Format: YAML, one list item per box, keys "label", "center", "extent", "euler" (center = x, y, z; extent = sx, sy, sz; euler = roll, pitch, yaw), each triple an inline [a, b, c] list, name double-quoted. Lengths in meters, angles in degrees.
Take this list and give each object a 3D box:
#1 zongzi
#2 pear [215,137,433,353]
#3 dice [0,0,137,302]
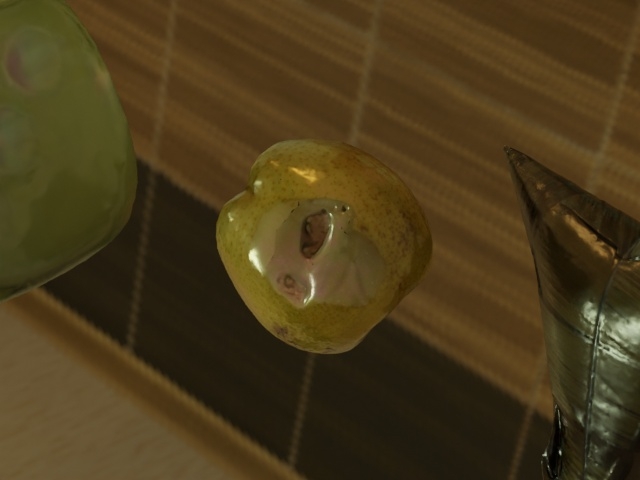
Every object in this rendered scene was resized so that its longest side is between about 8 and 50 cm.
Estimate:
- label: "zongzi"
  center: [0.230, 0.091, 1.556]
  extent: [0.300, 0.138, 0.286]
  euler: [37, 116, 27]
- label: "pear"
  center: [0.000, 0.000, 1.423]
  extent: [0.178, 0.178, 0.178]
  euler: [18, 118, 39]
- label: "dice"
  center: [-0.331, -0.084, 1.575]
  extent: [0.254, 0.252, 0.250]
  euler: [7, 121, 52]
